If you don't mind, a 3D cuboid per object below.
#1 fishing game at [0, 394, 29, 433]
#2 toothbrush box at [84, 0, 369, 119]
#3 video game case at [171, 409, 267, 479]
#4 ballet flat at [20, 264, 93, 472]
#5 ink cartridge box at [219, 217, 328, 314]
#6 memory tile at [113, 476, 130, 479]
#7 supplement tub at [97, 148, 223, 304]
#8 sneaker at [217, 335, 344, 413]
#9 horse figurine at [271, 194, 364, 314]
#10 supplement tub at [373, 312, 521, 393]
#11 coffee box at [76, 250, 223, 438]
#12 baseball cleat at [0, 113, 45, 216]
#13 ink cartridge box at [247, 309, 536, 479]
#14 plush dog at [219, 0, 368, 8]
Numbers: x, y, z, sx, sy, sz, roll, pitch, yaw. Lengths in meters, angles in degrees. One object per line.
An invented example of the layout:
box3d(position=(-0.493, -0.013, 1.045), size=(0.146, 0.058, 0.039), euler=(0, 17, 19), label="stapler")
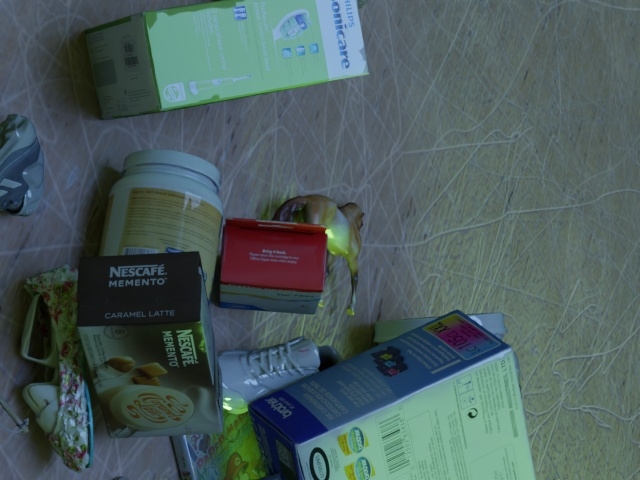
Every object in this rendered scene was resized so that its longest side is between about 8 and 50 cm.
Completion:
box3d(position=(-0.426, 0.240, 1.663), size=(0.189, 0.041, 0.264), euler=(53, 54, -33), label="fishing game")
box3d(position=(-0.117, -0.231, 1.964), size=(0.283, 0.206, 0.122), euler=(-12, 96, -26), label="toothbrush box")
box3d(position=(-0.105, 0.313, 2.154), size=(0.227, 0.026, 0.206), euler=(-26, 107, -55), label="video game case")
box3d(position=(-0.307, 0.148, 1.844), size=(0.077, 0.091, 0.241), euler=(1, 78, -26), label="ballet flat")
box3d(position=(-0.063, 0.035, 2.067), size=(0.231, 0.134, 0.078), euler=(103, -9, -77), label="ink cartridge box")
box3d(position=(-0.243, 0.371, 1.947), size=(0.113, 0.012, 0.148), euler=(-43, 119, -51), label="memory tile")
box3d(position=(-0.196, 0.003, 1.958), size=(0.144, 0.144, 0.200), euler=(33, 59, -50), label="supplement tub")
box3d(position=(-0.061, 0.166, 2.138), size=(0.232, 0.115, 0.090), euler=(-2, 60, -50), label="sneaker")
box3d(position=(0.000, 0.000, 2.330), size=(0.263, 0.066, 0.174), euler=(29, 67, -54), label="horse figurine")
box3d(position=(0.190, 0.276, 2.416), size=(0.235, 0.235, 0.325), euler=(0, 85, -57), label="supplement tub")
box3d(position=(-0.192, 0.124, 1.846), size=(0.246, 0.141, 0.098), euler=(87, 0, -53), label="coffee box")
box3d(position=(-0.363, -0.049, 1.783), size=(0.206, 0.072, 0.109), euler=(-57, 137, -39), label="baseball cleat")
box3d(position=(0.076, 0.299, 2.128), size=(0.395, 0.151, 0.270), euler=(-23, 116, -21), label="ink cartridge box")
box3d(position=(-0.022, -0.353, 2.205), size=(0.210, 0.225, 0.262), euler=(63, 39, -29), label="plush dog")
